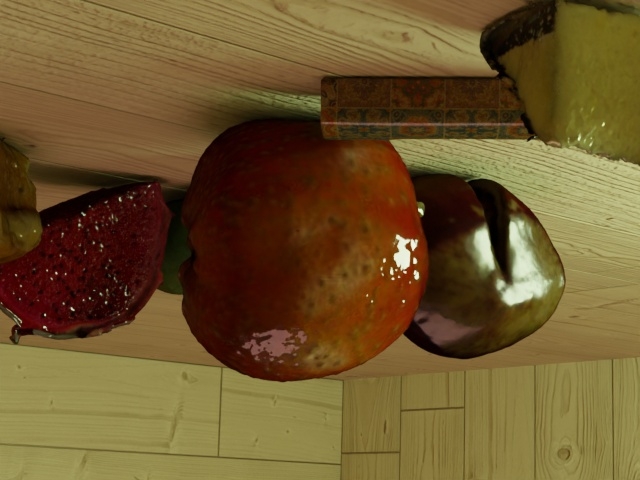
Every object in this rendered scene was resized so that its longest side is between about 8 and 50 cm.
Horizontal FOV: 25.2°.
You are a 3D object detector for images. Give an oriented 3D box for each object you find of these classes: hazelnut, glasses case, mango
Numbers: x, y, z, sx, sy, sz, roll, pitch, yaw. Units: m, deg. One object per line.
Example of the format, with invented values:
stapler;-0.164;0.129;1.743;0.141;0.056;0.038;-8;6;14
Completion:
hazelnut;0.166;0.033;1.703;0.251;0.217;0.217;20;161;-30
glasses case;0.111;-0.120;1.346;0.218;0.049;0.075;1;169;4
mango;-0.153;-0.004;1.855;0.156;0.114;0.251;20;149;-30

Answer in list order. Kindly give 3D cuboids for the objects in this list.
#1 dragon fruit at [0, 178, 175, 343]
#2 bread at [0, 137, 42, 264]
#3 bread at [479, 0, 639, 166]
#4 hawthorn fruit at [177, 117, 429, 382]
dragon fruit;-0.306;0.041;1.755;0.274;0.161;0.126;-27;-166;-25
bread;-0.491;-0.039;1.594;0.344;0.149;0.195;0;169;10
bread;0.214;-0.131;1.165;0.147;0.127;0.152;6;-175;-23
hawthorn fruit;-0.012;0.002;1.472;0.299;0.275;0.275;-15;178;-27
